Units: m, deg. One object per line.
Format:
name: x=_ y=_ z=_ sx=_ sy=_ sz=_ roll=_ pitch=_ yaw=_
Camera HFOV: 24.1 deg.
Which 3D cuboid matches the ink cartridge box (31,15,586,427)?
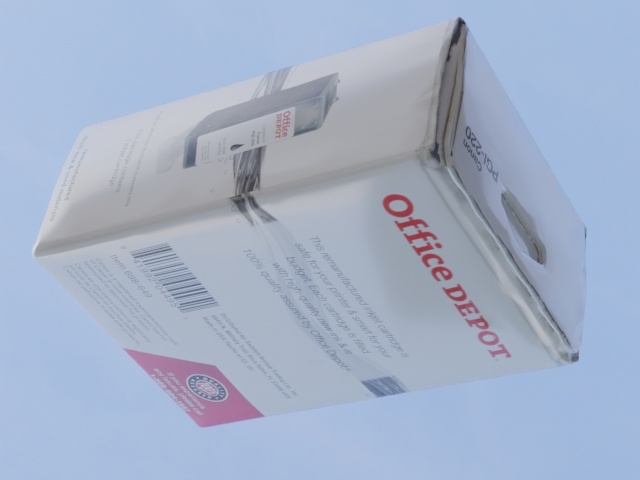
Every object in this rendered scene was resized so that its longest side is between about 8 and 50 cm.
ink cartridge box: x=0.000 y=0.000 z=0.722 sx=0.218 sy=0.158 sz=0.092 roll=-11 pitch=-134 yaw=29
